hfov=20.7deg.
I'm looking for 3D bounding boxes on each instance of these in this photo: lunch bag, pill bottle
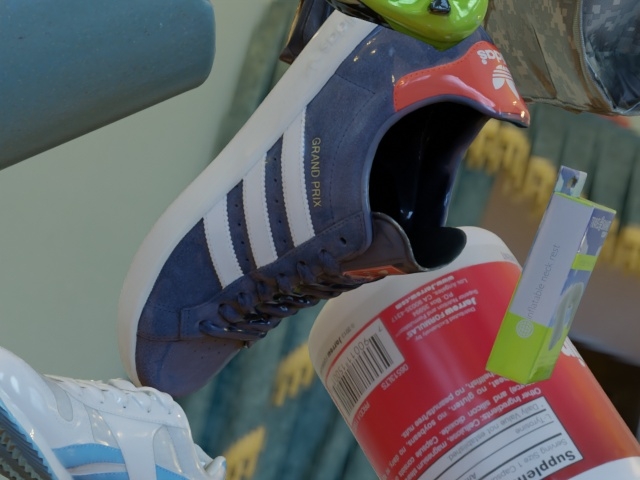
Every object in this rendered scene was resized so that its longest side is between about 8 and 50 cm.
[{"bbox_3d":[0.225,-0.241,1.413,0.169,0.287,0.235,5,8,-20],"label":"lunch bag"},{"bbox_3d":[0.175,0.207,1.654,0.229,0.408,0.229,-25,-25,-13],"label":"pill bottle"}]

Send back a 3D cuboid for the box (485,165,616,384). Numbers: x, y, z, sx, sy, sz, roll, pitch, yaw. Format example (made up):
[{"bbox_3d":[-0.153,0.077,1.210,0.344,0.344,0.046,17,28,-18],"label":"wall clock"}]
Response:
[{"bbox_3d":[0.196,0.030,1.463,0.042,0.178,0.109,22,6,18],"label":"box"}]

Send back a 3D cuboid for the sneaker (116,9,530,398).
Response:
[{"bbox_3d":[0.000,0.000,1.139,0.131,0.350,0.148,1,41,-53],"label":"sneaker"}]

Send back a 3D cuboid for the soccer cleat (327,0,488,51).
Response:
[{"bbox_3d":[-0.004,-0.142,0.824,0.179,0.060,0.072,32,-13,3],"label":"soccer cleat"}]

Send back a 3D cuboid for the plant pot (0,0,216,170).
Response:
[{"bbox_3d":[-0.280,-0.193,1.362,0.334,0.341,0.341,-20,-7,-17],"label":"plant pot"}]

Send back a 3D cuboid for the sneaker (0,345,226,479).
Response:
[{"bbox_3d":[-0.143,0.119,1.077,0.087,0.092,0.229,15,-24,40],"label":"sneaker"}]

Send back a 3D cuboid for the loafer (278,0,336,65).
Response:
[{"bbox_3d":[-0.005,-0.250,1.720,0.061,0.170,0.062,5,-10,-6],"label":"loafer"}]
